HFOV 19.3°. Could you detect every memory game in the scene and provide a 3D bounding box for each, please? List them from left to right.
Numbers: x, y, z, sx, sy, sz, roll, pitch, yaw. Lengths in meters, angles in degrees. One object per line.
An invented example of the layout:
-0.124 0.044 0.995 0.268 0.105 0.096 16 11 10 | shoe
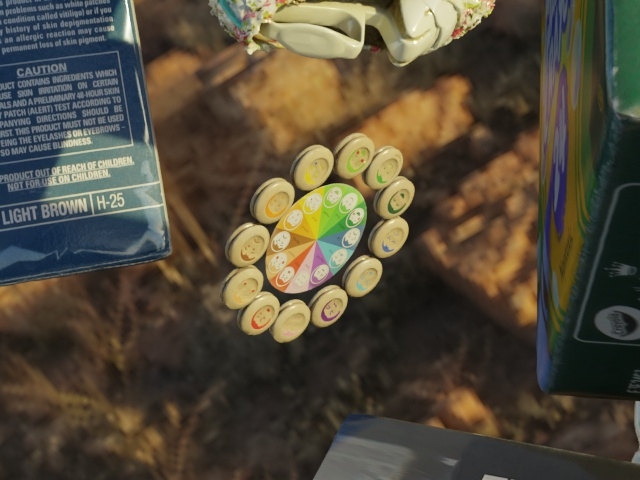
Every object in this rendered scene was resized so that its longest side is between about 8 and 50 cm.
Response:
0.000 0.000 1.441 0.186 0.186 0.012 -40 52 -12 | memory game

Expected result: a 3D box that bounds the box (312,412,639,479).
0.148 0.189 0.640 0.242 0.307 0.076 7 54 33 | box

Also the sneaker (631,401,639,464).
0.262 0.149 1.252 0.110 0.107 0.275 154 131 -85 | sneaker

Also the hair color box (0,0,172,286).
-0.172 -0.151 0.945 0.105 0.347 0.174 -9 1 -23 | hair color box

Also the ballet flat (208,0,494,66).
0.032 -0.166 1.424 0.241 0.091 0.077 -2 50 -22 | ballet flat

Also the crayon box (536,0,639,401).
0.116 -0.133 0.586 0.083 0.203 0.323 3 66 3 | crayon box
